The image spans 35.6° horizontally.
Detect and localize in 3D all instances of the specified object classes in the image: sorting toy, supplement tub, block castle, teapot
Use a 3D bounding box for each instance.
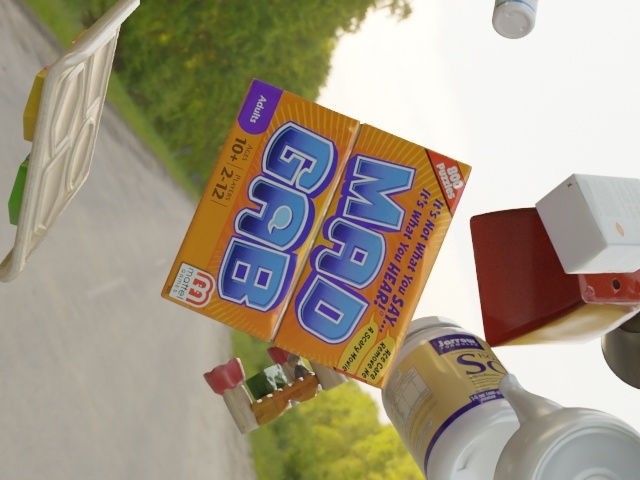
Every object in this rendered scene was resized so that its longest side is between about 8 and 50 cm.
[{"bbox_3d":[-0.215,-0.092,0.825,0.193,0.038,0.208,-81,-167,-63],"label":"sorting toy"},{"bbox_3d":[0.254,0.311,1.837,0.331,0.241,0.241,-124,-169,-55],"label":"supplement tub"},{"bbox_3d":[-0.043,0.248,2.251,0.213,0.303,0.453,62,17,7],"label":"block castle"},{"bbox_3d":[0.314,-0.381,1.596,0.071,0.071,0.107,72,27,-50],"label":"supplement tub"},{"bbox_3d":[0.342,0.353,1.395,0.252,0.256,0.187,27,-12,-12],"label":"teapot"}]

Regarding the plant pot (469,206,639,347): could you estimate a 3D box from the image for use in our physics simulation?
[{"bbox_3d":[0.476,0.053,1.916,0.235,0.267,0.267,-28,-115,58],"label":"plant pot"}]

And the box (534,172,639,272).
[{"bbox_3d":[0.442,-0.025,1.554,0.091,0.170,0.130,-44,-125,44],"label":"box"}]

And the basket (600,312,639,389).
[{"bbox_3d":[0.695,0.196,2.185,0.204,0.154,0.227,65,2,36],"label":"basket"}]

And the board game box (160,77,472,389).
[{"bbox_3d":[0.000,0.000,1.624,0.356,0.356,0.356,22,-3,4],"label":"board game box"}]
